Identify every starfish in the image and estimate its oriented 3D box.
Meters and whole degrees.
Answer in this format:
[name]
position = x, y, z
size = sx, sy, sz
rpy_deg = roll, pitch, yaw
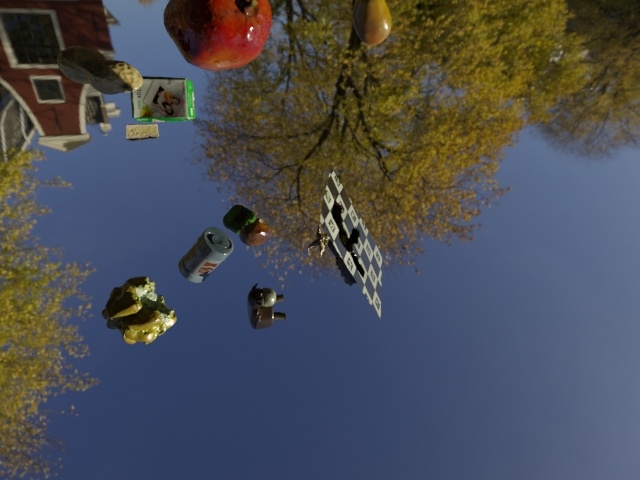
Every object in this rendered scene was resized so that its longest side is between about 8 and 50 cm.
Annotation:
[starfish]
position = 0.000, 0.000, 1.194
size = 0.092, 0.086, 0.016
rpy_deg = -27, -174, 6

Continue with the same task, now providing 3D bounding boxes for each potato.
[potato]
position = -0.672, -0.411, 1.630
size = 0.122, 0.061, 0.086
rpy_deg = -9, -162, -19

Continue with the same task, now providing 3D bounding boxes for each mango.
[mango]
position = 0.147, -0.657, 1.267
size = 0.111, 0.163, 0.089
rpy_deg = -16, -129, 24

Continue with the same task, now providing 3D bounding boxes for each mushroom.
[mushroom]
position = -0.256, -0.028, 1.672
size = 0.127, 0.127, 0.087
rpy_deg = -12, -122, -22

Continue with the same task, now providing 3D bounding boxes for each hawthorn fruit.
[hawthorn fruit]
position = -0.193, -0.448, 0.868
size = 0.205, 0.205, 0.253
rpy_deg = -25, -152, -33

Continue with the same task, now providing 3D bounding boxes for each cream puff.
[cream puff]
position = -0.592, 0.230, 1.360
size = 0.221, 0.195, 0.194
rpy_deg = 47, -130, 10

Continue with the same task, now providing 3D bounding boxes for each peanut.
[peanut]
position = -0.468, -0.359, 0.918
size = 0.187, 0.082, 0.082
rpy_deg = 23, -139, 10

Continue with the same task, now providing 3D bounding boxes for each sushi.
[sushi]
position = 0.054, 0.011, 0.888
size = 0.043, 0.279, 0.193
rpy_deg = -17, -142, 23

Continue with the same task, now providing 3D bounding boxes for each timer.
[timer]
position = -0.381, -0.101, 2.022
size = 0.128, 0.047, 0.140
rpy_deg = 30, -122, 5

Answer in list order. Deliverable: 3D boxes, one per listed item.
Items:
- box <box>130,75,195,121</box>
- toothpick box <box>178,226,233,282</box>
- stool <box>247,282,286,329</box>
[box]
position = -0.653, -0.582, 1.787
size = 0.250, 0.180, 0.103
rpy_deg = -1, -169, -5
[toothpick box]
position = -0.342, 0.045, 1.286
size = 0.101, 0.153, 0.101
rpy_deg = 32, -147, -24
[stool]
position = -0.177, 0.206, 1.384
size = 0.121, 0.217, 0.125
rpy_deg = -6, -125, -17
